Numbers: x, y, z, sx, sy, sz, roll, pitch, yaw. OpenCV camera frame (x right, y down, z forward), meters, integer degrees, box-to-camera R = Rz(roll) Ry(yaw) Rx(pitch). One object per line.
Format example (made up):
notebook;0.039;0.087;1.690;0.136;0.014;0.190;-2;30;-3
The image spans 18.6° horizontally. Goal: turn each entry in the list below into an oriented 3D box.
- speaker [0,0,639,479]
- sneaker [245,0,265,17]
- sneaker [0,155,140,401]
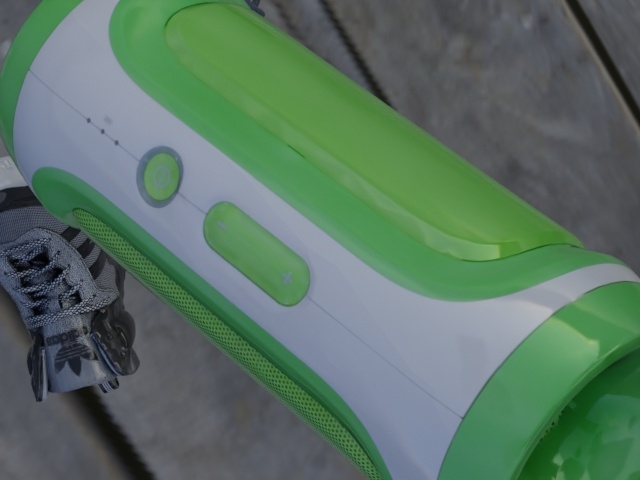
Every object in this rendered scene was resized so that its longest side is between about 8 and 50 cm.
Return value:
speaker;0.000;0.000;0.771;0.296;0.131;0.131;38;109;33
sneaker;-0.086;-0.193;1.292;0.121;0.300;0.111;-35;130;24
sneaker;-0.205;0.036;1.506;0.101;0.268;0.153;-17;70;9
